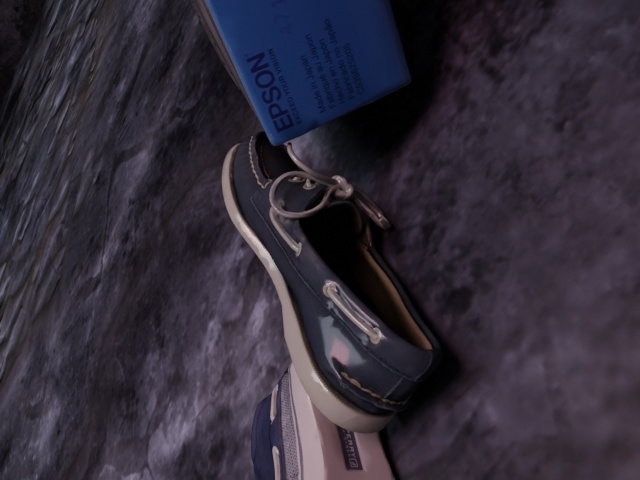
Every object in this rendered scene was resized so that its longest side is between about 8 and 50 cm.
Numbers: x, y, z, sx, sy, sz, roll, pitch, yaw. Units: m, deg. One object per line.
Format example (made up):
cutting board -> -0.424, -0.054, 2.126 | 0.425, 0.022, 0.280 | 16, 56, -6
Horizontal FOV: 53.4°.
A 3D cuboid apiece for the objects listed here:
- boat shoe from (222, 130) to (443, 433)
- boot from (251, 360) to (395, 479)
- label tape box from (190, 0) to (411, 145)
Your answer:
boat shoe -> 0.000, 0.000, 0.429 | 0.079, 0.095, 0.255 | -51, 40, 28
boot -> 0.000, 0.161, 0.387 | 0.086, 0.069, 0.190 | -53, 30, 35
label tape box -> -0.076, -0.256, 0.489 | 0.115, 0.249, 0.348 | -28, 34, -5
